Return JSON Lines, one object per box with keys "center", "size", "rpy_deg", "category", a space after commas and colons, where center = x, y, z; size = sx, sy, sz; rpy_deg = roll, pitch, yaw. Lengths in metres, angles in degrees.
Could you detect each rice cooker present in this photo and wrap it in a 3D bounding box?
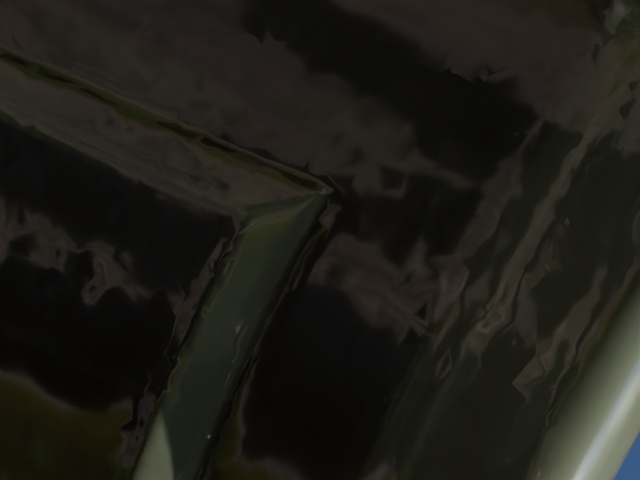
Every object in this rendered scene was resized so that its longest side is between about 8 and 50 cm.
{"center": [0.000, 0.000, 0.544], "size": [0.325, 0.335, 0.335], "rpy_deg": [29, -75, 11], "category": "rice cooker"}
